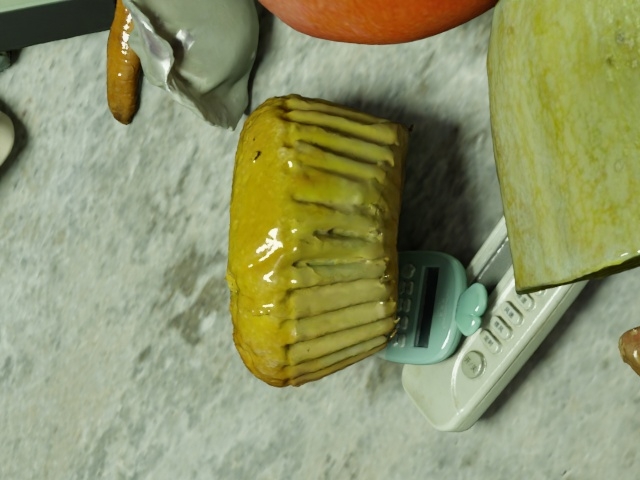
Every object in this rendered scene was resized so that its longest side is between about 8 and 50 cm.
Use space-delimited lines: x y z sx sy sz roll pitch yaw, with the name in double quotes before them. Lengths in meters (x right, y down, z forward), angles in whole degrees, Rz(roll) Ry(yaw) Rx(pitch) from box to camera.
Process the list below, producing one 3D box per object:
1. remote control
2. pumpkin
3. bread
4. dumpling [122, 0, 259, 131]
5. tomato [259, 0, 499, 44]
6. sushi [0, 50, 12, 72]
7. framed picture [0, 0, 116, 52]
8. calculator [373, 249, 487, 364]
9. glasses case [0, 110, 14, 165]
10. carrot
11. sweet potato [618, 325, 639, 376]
"remote control" 0.152 0.053 1.062 0.230 0.049 0.090 -57 44 21
"pumpkin" 0.253 -0.098 0.848 0.332 0.332 0.199 -22 86 26
"bread" -0.004 0.002 1.040 0.139 0.240 0.240 5 100 2
"dumpling" -0.118 -0.179 1.116 0.108 0.127 0.188 -7 99 38
"tomato" 0.020 -0.302 0.931 0.272 0.341 0.341 -22 88 40
"sushi" -0.405 -0.179 1.249 0.225 0.124 0.127 -27 87 25
"framed picture" -0.347 -0.329 1.165 0.265 0.016 0.347 -16 91 -18
"calculator" 0.079 0.055 1.085 0.153 0.021 0.095 0 79 45
"glasses case" -0.371 -0.052 1.263 0.196 0.050 0.083 -46 34 11
"carrot" -0.167 -0.196 1.183 0.047 0.047 0.191 19 107 21
"sweet potato" 0.336 0.128 0.968 0.251 0.097 0.097 30 109 17
